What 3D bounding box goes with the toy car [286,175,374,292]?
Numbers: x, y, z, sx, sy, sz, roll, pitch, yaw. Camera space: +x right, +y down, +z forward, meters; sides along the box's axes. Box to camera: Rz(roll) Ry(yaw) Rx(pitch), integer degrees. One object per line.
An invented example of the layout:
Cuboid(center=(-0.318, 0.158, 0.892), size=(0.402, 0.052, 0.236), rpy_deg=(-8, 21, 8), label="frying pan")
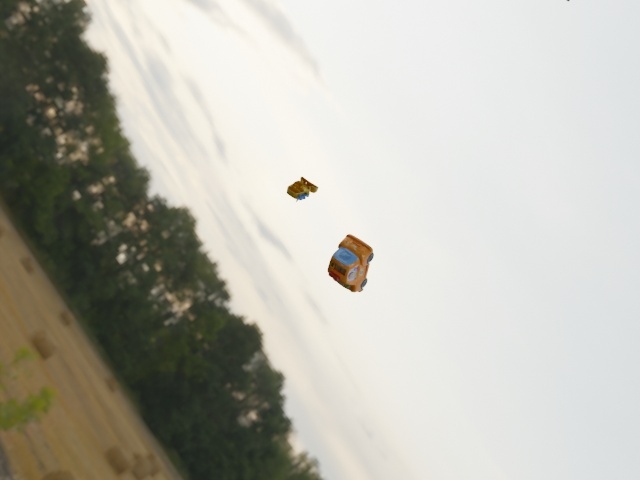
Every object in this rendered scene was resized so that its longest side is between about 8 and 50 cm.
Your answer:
Cuboid(center=(0.000, 0.000, 1.052), size=(0.122, 0.041, 0.060), rpy_deg=(47, -46, 15), label="toy car")
